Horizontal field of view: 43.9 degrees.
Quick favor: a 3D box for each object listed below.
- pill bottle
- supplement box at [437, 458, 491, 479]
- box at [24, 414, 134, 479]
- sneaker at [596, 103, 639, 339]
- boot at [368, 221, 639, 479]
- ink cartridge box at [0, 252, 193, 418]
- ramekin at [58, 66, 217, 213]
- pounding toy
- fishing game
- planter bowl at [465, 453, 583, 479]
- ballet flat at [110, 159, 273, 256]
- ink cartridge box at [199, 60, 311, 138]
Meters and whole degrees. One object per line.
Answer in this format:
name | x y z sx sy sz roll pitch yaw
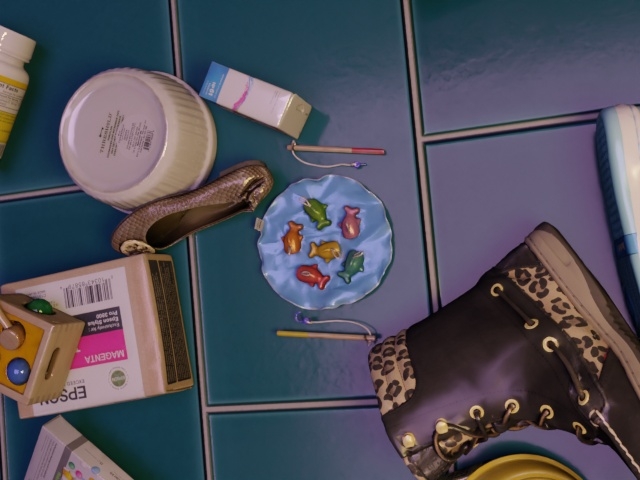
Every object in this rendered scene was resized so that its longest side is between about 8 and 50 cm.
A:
pill bottle | -0.499 -0.213 1.159 0.119 0.119 0.208 23 94 16
supplement box | 0.182 0.323 0.964 0.083 0.056 0.083 -24 82 15
box | -0.324 0.353 1.099 0.186 0.038 0.145 35 120 14
sneaker | 0.435 -0.010 0.871 0.208 0.127 0.318 -11 91 11
boot | 0.225 0.189 0.872 0.284 0.138 0.377 -33 53 16
ink cartridge box | -0.312 0.133 1.104 0.235 0.088 0.193 -13 83 15
ramekin | -0.257 -0.139 1.089 0.207 0.109 0.207 -1 87 16
pounding toy | -0.398 0.122 1.032 0.130 0.100 0.141 21 94 17
fishing game | 0.000 0.000 1.042 0.189 0.041 0.263 6 87 17
planter bowl | 0.249 0.350 0.878 0.217 0.090 0.217 2 77 -10
ballet flat | -0.173 -0.031 1.071 0.250 0.084 0.058 -24 66 12
ink cartridge box | -0.084 -0.184 1.049 0.123 0.088 0.052 23 94 16
